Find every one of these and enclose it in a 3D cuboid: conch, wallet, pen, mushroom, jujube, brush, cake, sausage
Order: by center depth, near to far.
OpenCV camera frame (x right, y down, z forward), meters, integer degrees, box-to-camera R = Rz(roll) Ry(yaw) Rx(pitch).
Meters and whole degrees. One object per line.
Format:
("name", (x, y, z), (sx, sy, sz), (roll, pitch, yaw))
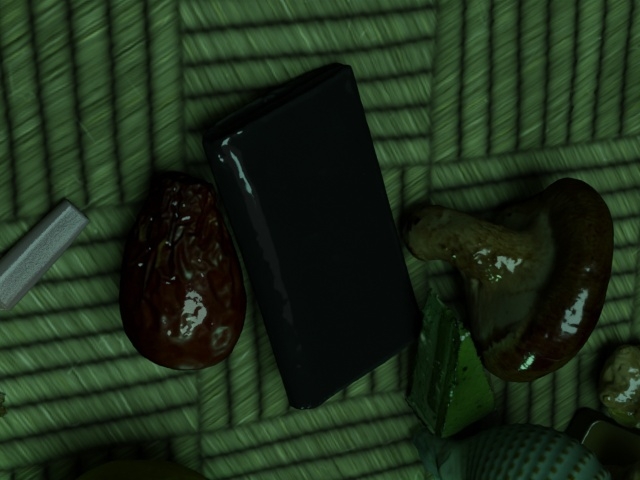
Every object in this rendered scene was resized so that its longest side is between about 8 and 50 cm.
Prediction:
("pen", (-0.358, 0.034, 1.580), (0.197, 0.032, 0.053), (-46, 121, -2))
("jujube", (-0.164, 0.036, 1.585), (0.168, 0.168, 0.236), (1, 93, -22))
("wallet", (-0.001, 0.000, 1.671), (0.228, 0.062, 0.406), (-33, 122, -29))
("mushroom", (0.261, 0.059, 1.718), (0.254, 0.267, 0.267), (-13, 115, -17))
("cake", (0.185, 0.153, 1.765), (0.099, 0.100, 0.235), (-20, 138, -22))
("conch", (0.286, 0.370, 1.812), (0.215, 0.319, 0.303), (-19, 136, -13))
("sausage", (0.236, 0.227, 1.895), (0.032, 0.033, 0.269), (-20, 117, -14))
("brush", (0.450, 0.339, 2.013), (0.197, 0.059, 0.123), (23, 104, -27))

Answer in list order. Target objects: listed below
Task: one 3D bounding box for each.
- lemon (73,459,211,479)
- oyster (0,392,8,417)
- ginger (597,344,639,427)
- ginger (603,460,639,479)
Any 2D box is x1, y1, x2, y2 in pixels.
("lemon", (-0.218, 0.438, 1.643), (0.336, 0.336, 0.336), (-8, 113, -19))
("oyster", (-0.420, 0.179, 1.623), (0.080, 0.038, 0.083), (13, 77, -51))
("ginger", (0.530, 0.198, 1.981), (0.294, 0.086, 0.131), (-11, 105, -27))
("ginger", (0.499, 0.426, 1.949), (0.126, 0.190, 0.354), (-47, 140, -25))
